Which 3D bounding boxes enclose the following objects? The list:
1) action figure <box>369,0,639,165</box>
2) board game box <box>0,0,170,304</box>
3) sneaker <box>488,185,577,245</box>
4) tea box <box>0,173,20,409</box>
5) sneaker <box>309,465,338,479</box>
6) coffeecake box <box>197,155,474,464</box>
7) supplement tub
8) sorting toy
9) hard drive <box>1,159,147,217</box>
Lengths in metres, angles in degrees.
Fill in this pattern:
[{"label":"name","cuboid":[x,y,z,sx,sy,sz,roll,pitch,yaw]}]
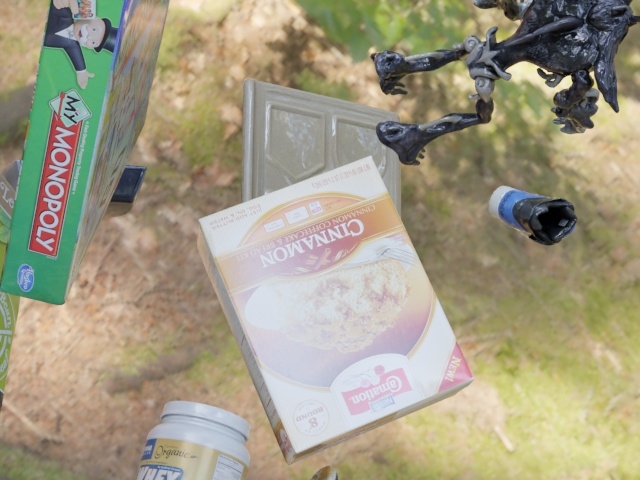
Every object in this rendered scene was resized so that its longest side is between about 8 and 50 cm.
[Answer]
[{"label":"action figure","cuboid":[0.181,-0.167,1.056,0.141,0.275,0.164,-14,87,-60]},{"label":"board game box","cuboid":[-0.152,-0.124,0.843,0.046,0.214,0.317,15,27,-6]},{"label":"sneaker","cuboid":[0.273,-0.021,1.385,0.152,0.058,0.084,20,6,-44]},{"label":"tea box","cuboid":[-0.433,0.038,1.017,0.329,0.219,0.324,66,22,-59]},{"label":"sneaker","cuboid":[0.004,0.216,0.907,0.037,0.032,0.083,31,52,-25]},{"label":"coffeecake box","cuboid":[0.007,0.052,0.878,0.142,0.068,0.186,-21,76,-13]},{"label":"supplement tub","cuboid":[-0.176,0.328,1.569,0.144,0.144,0.200,26,63,-26]},{"label":"sorting toy","cuboid":[0.000,0.000,1.228,0.229,0.041,0.307,9,77,-41]},{"label":"hard drive","cuboid":[-0.320,-0.063,1.507,0.171,0.254,0.054,2,86,-19]}]
